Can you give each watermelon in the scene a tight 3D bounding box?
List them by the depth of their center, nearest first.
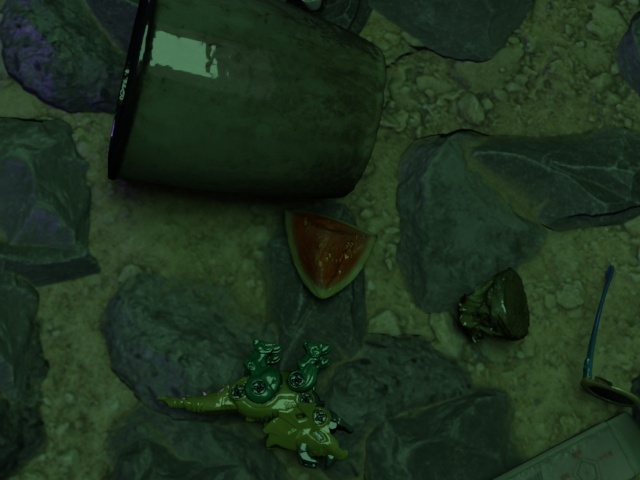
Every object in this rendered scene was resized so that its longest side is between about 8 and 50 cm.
[{"bbox_3d":[0.000,0.000,1.459,0.135,0.094,0.125,39,75,8],"label":"watermelon"}]

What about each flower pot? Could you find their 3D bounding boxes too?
[{"bbox_3d":[-0.099,-0.188,1.414,0.330,0.293,0.294,14,69,-13],"label":"flower pot"}]

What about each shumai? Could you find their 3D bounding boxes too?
[{"bbox_3d":[0.239,0.096,1.483,0.087,0.123,0.099,-15,94,25],"label":"shumai"}]

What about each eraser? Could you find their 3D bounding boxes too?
[{"bbox_3d":[0.300,0.332,1.416,0.351,0.061,0.089,-22,77,-17],"label":"eraser"}]

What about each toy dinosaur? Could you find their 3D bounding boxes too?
[{"bbox_3d":[-0.079,0.201,1.382,0.259,0.094,0.153,13,65,3],"label":"toy dinosaur"}]

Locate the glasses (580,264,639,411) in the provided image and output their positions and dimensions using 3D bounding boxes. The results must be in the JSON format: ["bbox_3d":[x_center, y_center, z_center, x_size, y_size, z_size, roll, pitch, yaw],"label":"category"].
[{"bbox_3d":[0.464,0.157,1.521,0.189,0.088,0.221,15,49,-4],"label":"glasses"}]

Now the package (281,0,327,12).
[{"bbox_3d":[-0.100,-0.440,1.608,0.194,0.071,0.270,-24,74,-8],"label":"package"}]
